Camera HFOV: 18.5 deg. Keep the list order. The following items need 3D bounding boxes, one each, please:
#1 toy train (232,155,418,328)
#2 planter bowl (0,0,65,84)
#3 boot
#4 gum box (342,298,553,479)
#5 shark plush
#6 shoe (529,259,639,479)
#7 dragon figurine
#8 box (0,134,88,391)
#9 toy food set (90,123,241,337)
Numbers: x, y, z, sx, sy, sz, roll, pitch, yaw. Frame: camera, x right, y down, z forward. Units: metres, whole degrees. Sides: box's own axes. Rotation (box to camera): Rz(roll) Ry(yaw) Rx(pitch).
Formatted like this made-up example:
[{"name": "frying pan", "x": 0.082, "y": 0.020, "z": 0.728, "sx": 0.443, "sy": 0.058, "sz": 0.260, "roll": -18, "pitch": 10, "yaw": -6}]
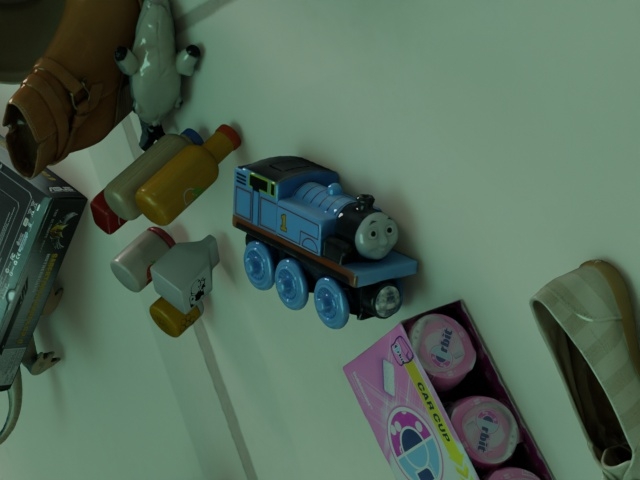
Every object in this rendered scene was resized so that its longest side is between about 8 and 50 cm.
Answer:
[{"name": "toy train", "x": 0.000, "y": 0.000, "z": 1.563, "sx": 0.184, "sy": 0.080, "sz": 0.105, "roll": 26, "pitch": 122, "yaw": 49}, {"name": "planter bowl", "x": -0.284, "y": -0.240, "z": 1.814, "sx": 0.109, "sy": 0.162, "sz": 0.162, "roll": -106, "pitch": 15, "yaw": -57}, {"name": "boot", "x": -0.222, "y": -0.159, "z": 1.721, "sx": 0.073, "sy": 0.152, "sz": 0.197, "roll": 18, "pitch": 133, "yaw": 34}, {"name": "gum box", "x": 0.102, "y": 0.154, "z": 1.503, "sx": 0.188, "sy": 0.062, "sz": 0.107, "roll": 64, "pitch": 149, "yaw": 10}, {"name": "shark plush", "x": -0.141, "y": -0.144, "z": 1.748, "sx": 0.161, "sy": 0.073, "sz": 0.067, "roll": 83, "pitch": 175, "yaw": -47}, {"name": "shoe", "x": 0.199, "y": 0.124, "z": 1.338, "sx": 0.076, "sy": 0.058, "sz": 0.219, "roll": -18, "pitch": 92, "yaw": 59}, {"name": "dragon figurine", "x": -0.352, "y": 0.079, "z": 2.142, "sx": 0.144, "sy": 0.085, "sz": 0.289, "roll": 40, "pitch": 134, "yaw": 42}, {"name": "box", "x": -0.356, "y": 0.014, "z": 2.026, "sx": 0.183, "sy": 0.056, "sz": 0.231, "roll": 33, "pitch": 109, "yaw": 30}, {"name": "toy food set", "x": -0.129, "y": -0.020, "z": 1.764, "sx": 0.111, "sy": 0.104, "sz": 0.232, "roll": 36, "pitch": 155, "yaw": 24}]
